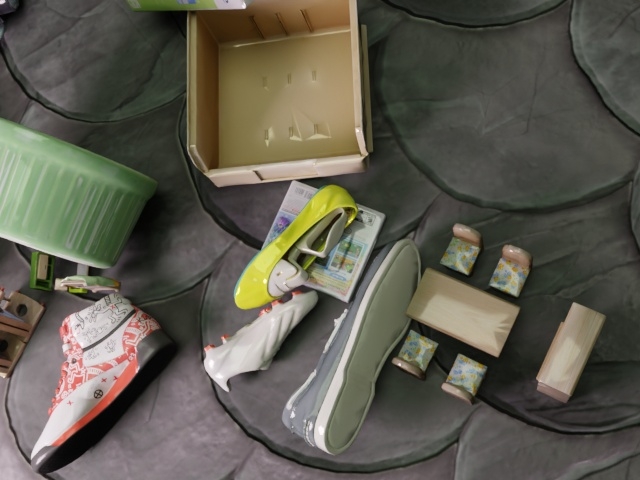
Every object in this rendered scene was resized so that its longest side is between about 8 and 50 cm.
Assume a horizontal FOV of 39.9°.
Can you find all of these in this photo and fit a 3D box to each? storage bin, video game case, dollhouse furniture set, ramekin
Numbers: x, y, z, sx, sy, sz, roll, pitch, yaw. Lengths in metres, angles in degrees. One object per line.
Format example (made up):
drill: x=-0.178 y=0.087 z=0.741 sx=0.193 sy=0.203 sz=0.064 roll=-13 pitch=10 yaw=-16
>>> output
storage bin: x=-0.060 y=-0.231 z=1.343 sx=0.262 sy=0.123 sz=0.261 roll=-5 pitch=73 yaw=10
video game case: x=0.000 y=0.000 z=1.322 sx=0.157 sy=0.019 sz=0.143 roll=21 pitch=81 yaw=16
dollhouse furniture set: x=0.233 y=0.111 z=1.164 sx=0.242 sy=0.161 sz=0.212 roll=24 pitch=81 yaw=17
dollhouse furniture set: x=-0.377 y=0.047 z=1.349 sx=0.151 sy=0.076 sz=0.059 roll=-3 pitch=78 yaw=33
ramekin: x=-0.405 y=-0.071 z=1.288 sx=0.303 sy=0.303 sz=0.148 roll=20 pitch=87 yaw=17
dollhouse furniture set: x=-0.552 y=0.107 z=1.353 sx=0.183 sy=0.129 sz=0.129 roll=24 pitch=81 yaw=17

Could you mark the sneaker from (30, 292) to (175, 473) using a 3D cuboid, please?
sneaker: x=-0.353 y=0.204 z=1.307 sx=0.145 sy=0.090 sz=0.270 roll=41 pitch=83 yaw=20

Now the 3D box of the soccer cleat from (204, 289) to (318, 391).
soccer cleat: x=-0.078 y=0.142 z=1.280 sx=0.196 sy=0.068 sz=0.076 roll=-34 pitch=86 yaw=3

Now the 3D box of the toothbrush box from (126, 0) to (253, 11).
toothbrush box: x=-0.168 y=-0.454 z=1.338 sx=0.283 sy=0.122 sz=0.206 roll=11 pitch=51 yaw=43

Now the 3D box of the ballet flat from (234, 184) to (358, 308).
ballet flat: x=-0.031 y=0.018 z=1.268 sx=0.231 sy=0.077 sz=0.077 roll=-49 pitch=51 yaw=-6

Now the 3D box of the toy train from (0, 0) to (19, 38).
toy train: x=-0.676 y=-0.418 z=1.531 sx=0.333 sy=0.142 sz=0.190 roll=-12 pitch=61 yaw=11

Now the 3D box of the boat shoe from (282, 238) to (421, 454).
boat shoe: x=0.043 y=0.133 z=1.226 sx=0.099 sy=0.116 sz=0.320 roll=10 pitch=69 yaw=39
